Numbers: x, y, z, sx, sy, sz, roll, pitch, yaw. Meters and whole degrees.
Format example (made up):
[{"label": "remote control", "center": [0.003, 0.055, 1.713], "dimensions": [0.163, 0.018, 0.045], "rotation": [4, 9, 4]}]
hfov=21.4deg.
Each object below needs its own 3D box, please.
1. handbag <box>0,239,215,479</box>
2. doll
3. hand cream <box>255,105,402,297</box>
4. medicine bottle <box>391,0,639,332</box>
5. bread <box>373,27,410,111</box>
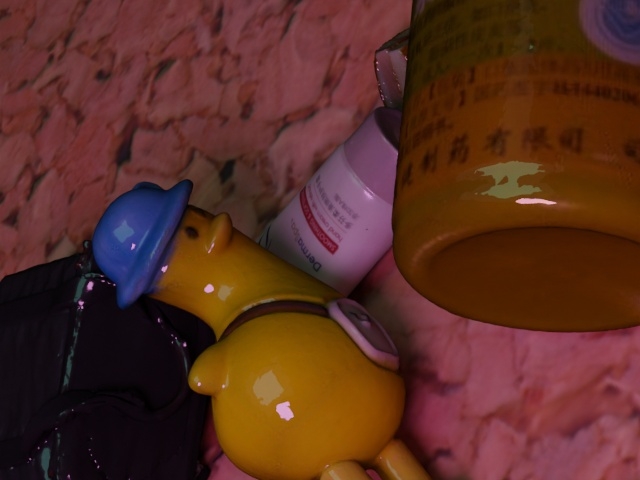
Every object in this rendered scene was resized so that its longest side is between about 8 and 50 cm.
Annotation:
[{"label": "handbag", "center": [-0.181, 0.133, 1.411], "dimensions": [0.181, 0.181, 0.254], "rotation": [-17, 57, 45]}, {"label": "doll", "center": [-0.037, 0.082, 1.284], "dimensions": [0.363, 0.199, 0.145], "rotation": [49, 120, 24]}, {"label": "hand cream", "center": [0.000, 0.000, 1.399], "dimensions": [0.248, 0.083, 0.133], "rotation": [-49, 41, 24]}, {"label": "medicine bottle", "center": [0.175, -0.146, 1.207], "dimensions": [0.224, 0.224, 0.384], "rotation": [-12, 59, 38]}, {"label": "bread", "center": [0.073, -0.144, 1.414], "dimensions": [0.043, 0.062, 0.109], "rotation": [-7, 67, 39]}]
